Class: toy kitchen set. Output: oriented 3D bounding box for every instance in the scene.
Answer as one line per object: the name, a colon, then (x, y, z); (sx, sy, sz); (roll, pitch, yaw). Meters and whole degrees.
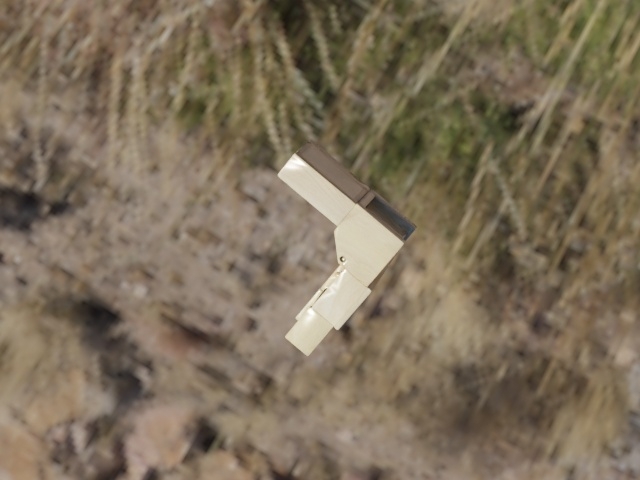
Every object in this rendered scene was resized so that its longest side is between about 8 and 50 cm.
toy kitchen set: (0.000, 0.000, 0.901); (0.075, 0.068, 0.083); (40, 111, 1)
